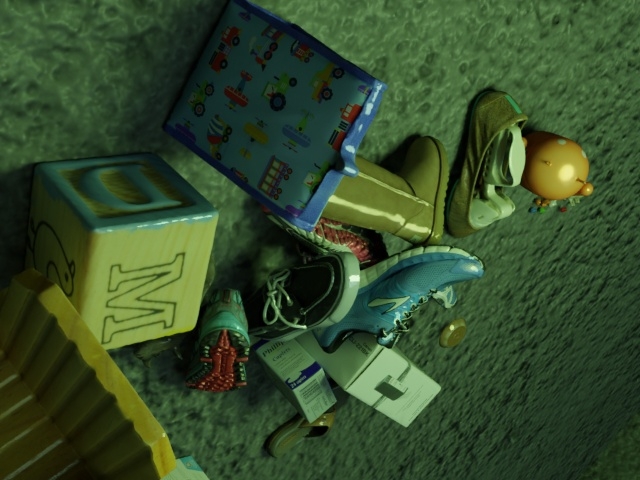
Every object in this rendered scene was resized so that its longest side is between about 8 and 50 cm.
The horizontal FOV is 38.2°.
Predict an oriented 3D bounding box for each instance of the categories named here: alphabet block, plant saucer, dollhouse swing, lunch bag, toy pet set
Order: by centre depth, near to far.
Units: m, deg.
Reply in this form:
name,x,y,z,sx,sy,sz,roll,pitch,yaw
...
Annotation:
name,x,y,z,sx,sy,sz,roll,pitch,yaw
dollhouse swing,-0.390,0.253,1.144,0.315,0.346,0.305,-35,178,-17
lunch bag,-0.048,-0.168,1.256,0.138,0.293,0.221,15,111,-48
alphabet block,-0.278,0.012,1.271,0.193,0.192,0.197,-9,125,-37
toy pet set,0.535,-0.114,2.063,0.122,0.065,0.114,-3,157,-39
plant saucer,0.311,0.218,2.138,0.083,0.015,0.083,-25,135,-27

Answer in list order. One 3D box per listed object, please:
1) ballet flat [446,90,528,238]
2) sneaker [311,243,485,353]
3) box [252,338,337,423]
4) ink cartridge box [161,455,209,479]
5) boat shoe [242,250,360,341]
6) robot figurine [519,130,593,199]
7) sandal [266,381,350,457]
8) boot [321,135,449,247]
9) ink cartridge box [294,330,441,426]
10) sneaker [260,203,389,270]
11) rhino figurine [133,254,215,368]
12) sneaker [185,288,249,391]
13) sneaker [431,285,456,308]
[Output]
name,x,y,z,sx,sy,sz,roll,pitch,yaw
ballet flat,0.332,-0.121,1.793,0.116,0.124,0.342,-16,131,-34
sneaker,0.133,0.109,1.599,0.330,0.147,0.130,-22,162,16
box,-0.047,0.250,1.725,0.072,0.137,0.126,-37,140,-15
ink cartridge box,-0.289,0.476,1.718,0.143,0.092,0.089,-4,124,-40
boat shoe,-0.051,0.095,1.538,0.105,0.113,0.306,6,161,-32
robot figurine,0.452,-0.148,1.822,0.128,0.219,0.158,-18,103,1
sandal,-0.016,0.381,1.925,0.219,0.060,0.090,-38,140,-14
boot,0.093,-0.119,1.572,0.270,0.236,0.089,20,145,-29
ink cartridge box,0.086,0.229,1.786,0.114,0.197,0.273,-49,141,0
sneaker,0.000,0.000,1.590,0.112,0.120,0.299,-32,140,23
rhino figurine,-0.239,0.112,1.483,0.106,0.073,0.243,0,122,-40
sneaker,-0.167,0.171,1.573,0.104,0.125,0.262,8,146,-14
sneaker,0.242,0.074,1.902,0.081,0.080,0.211,-46,143,1
